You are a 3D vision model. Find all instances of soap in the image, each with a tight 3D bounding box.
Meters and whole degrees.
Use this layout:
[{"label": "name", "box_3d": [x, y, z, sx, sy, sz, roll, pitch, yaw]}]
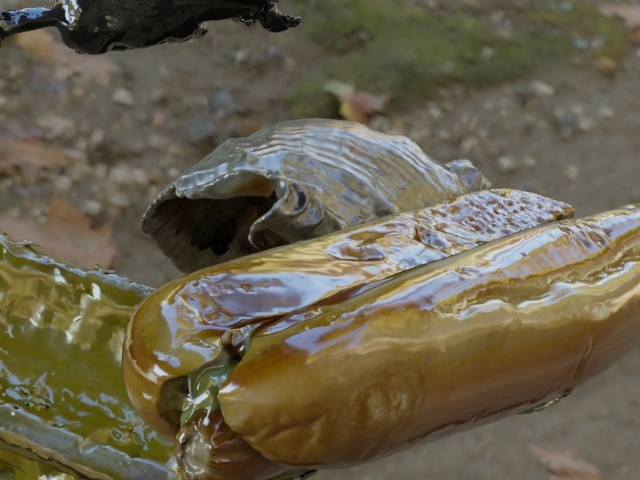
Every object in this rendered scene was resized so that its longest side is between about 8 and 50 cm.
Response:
[{"label": "soap", "box_3d": [-0.191, 0.119, 1.243, 0.338, 0.304, 0.169, 18, 72, 18]}]

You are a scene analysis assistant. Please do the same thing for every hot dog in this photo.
[{"label": "hot dog", "box_3d": [0.037, 0.030, 0.574, 0.100, 0.068, 0.249, 7, 13, 35]}]

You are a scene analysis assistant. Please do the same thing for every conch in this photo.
[{"label": "conch", "box_3d": [0.006, -0.014, 1.533, 0.297, 0.352, 0.210, 8, 60, 26]}]

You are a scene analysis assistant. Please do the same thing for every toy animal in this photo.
[{"label": "toy animal", "box_3d": [-0.136, -0.186, 1.354, 0.232, 0.084, 0.148, -5, 8, -10]}]
